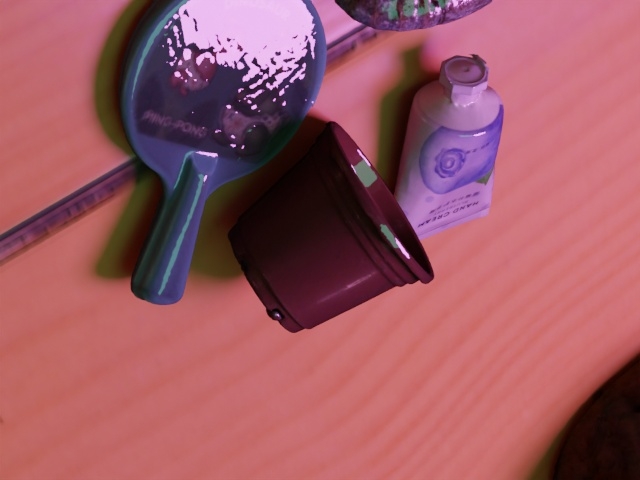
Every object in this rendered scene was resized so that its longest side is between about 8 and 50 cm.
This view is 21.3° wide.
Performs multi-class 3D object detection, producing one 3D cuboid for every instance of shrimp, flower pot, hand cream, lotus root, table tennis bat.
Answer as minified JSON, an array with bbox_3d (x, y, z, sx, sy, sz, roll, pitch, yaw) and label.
[{"bbox_3d":[0.081,-0.161,0.952,0.165,0.065,0.056,-29,165,-22],"label":"shrimp"},{"bbox_3d":[0.000,0.000,0.984,0.089,0.111,0.111,-33,135,9],"label":"flower pot"},{"bbox_3d":[0.080,-0.050,1.037,0.084,0.053,0.142,-20,139,-24],"label":"hand cream"},{"bbox_3d":[0.273,0.160,1.265,0.235,0.119,0.138,-44,135,1],"label":"lotus root"},{"bbox_3d":[-0.065,-0.057,0.940,0.124,0.033,0.201,7,111,-36],"label":"table tennis bat"}]
